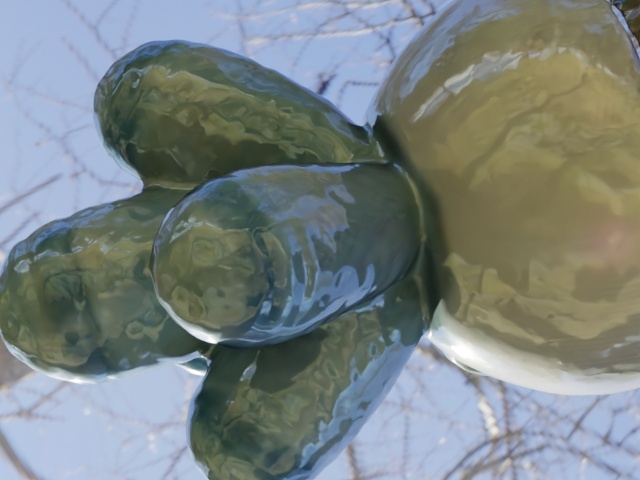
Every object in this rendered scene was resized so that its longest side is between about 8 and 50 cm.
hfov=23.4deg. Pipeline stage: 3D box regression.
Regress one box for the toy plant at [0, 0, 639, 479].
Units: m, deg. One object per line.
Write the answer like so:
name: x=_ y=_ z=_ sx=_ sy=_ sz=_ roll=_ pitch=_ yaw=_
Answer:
toy plant: x=0.000 y=0.000 z=0.779 sx=0.332 sy=0.247 sz=0.247 roll=-14 pitch=-78 yaw=-9
